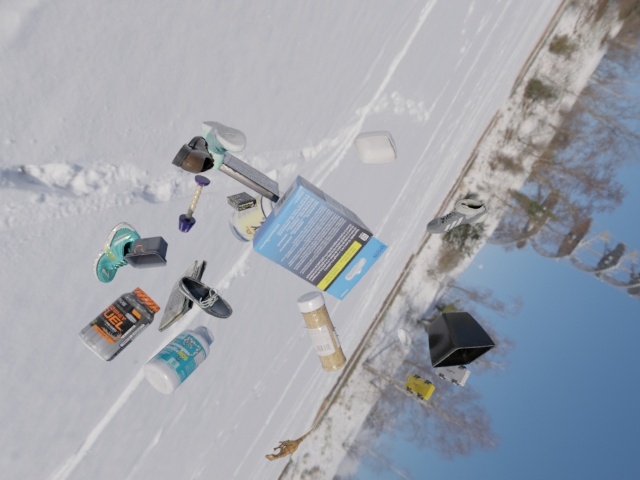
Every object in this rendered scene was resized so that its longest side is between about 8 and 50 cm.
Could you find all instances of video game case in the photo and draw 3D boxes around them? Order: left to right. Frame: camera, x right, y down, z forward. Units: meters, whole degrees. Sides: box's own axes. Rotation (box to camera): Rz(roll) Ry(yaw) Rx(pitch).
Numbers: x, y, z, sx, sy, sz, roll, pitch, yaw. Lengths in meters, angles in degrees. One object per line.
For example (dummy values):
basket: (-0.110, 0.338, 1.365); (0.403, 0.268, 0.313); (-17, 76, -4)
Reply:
video game case: (-0.290, -0.263, 1.627); (0.035, 0.274, 0.248); (-56, -163, 13)

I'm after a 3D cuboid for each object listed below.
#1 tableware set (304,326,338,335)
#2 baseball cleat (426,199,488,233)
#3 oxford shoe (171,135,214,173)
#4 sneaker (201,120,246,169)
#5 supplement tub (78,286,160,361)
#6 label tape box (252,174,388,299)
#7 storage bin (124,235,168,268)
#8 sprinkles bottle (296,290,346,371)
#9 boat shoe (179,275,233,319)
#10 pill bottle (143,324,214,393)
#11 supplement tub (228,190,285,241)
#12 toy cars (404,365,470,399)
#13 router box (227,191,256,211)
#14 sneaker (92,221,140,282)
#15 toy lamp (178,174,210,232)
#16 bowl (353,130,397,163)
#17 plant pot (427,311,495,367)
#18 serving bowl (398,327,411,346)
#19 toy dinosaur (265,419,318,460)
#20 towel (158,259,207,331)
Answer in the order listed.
tableware set: (0.003, 0.447, 2.060); (0.194, 0.128, 0.039); (-16, -124, 66)
baseball cleat: (0.443, -0.086, 1.340); (0.109, 0.205, 0.072); (49, 32, -44)
oxford shoe: (-0.351, -0.236, 1.157); (0.083, 0.096, 0.227); (-50, -161, 21)
sneaker: (-0.329, -0.309, 1.389); (0.094, 0.256, 0.151); (-16, 126, -34)
supplement tub: (-0.971, 0.401, 1.970); (0.338, 0.207, 0.207); (-47, 166, -24)
label tape box: (0.000, 0.000, 1.261); (0.249, 0.347, 0.115); (-51, -156, 17)
storage bin: (-0.620, 0.035, 1.447); (0.098, 0.135, 0.091); (71, 15, -52)
sprinkles bottle: (0.006, 0.406, 1.804); (0.121, 0.356, 0.121); (-19, -168, 4)
boat shoe: (-0.466, 0.232, 1.649); (0.095, 0.254, 0.079); (-50, -177, -26)
pill bottle: (-0.529, 0.443, 1.544); (0.264, 0.146, 0.146); (-46, 164, -50)
supplement tub: (-0.338, -0.132, 2.290); (0.324, 0.236, 0.235); (-22, -169, 32)
toy cars: (0.603, 0.725, 2.060); (0.393, 0.087, 0.176); (-38, -158, 32)
router box: (-0.357, -0.177, 1.828); (0.092, 0.122, 0.038); (-20, 123, -29)
sneaker: (-0.780, 0.061, 1.547); (0.275, 0.110, 0.107); (-57, 171, 19)
toy lamp: (-0.568, -0.157, 1.794); (0.275, 0.080, 0.080); (-60, 170, 22)
bowl: (0.200, -0.337, 1.432); (0.142, 0.141, 0.053); (53, 45, -52)
plant pot: (0.539, 0.387, 1.605); (0.187, 0.188, 0.167); (117, -31, -47)
serving bowl: (0.360, 0.405, 1.697); (0.027, 0.083, 0.083); (-17, 155, -16)
toy dinosaur: (-0.094, 0.718, 1.413); (0.211, 0.064, 0.112); (-25, 166, -31)
towel: (-0.703, 0.271, 2.035); (0.324, 0.056, 0.312); (-36, -147, 33)
